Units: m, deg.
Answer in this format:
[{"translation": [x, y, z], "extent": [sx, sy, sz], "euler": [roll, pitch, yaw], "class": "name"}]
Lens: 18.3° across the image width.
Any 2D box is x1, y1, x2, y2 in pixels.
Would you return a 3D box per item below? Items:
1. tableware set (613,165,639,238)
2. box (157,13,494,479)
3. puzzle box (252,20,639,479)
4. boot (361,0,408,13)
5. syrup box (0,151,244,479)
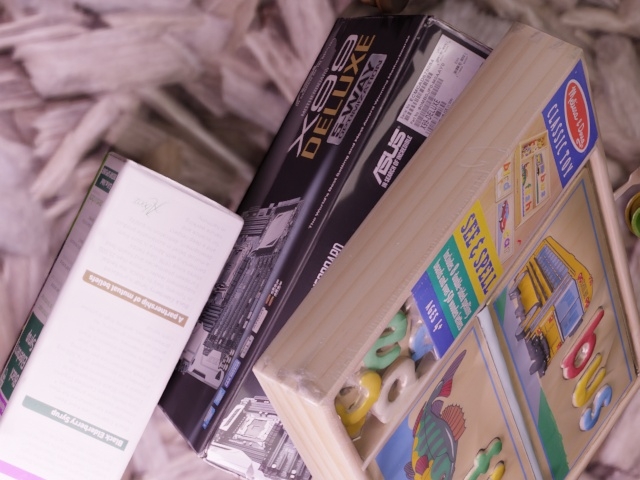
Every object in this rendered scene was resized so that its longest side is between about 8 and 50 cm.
[{"translation": [0.294, -0.012, 1.476], "extent": [0.154, 0.024, 0.104], "euler": [36, 120, -13], "class": "tableware set"}, {"translation": [0.000, 0.000, 1.324], "extent": [0.076, 0.242, 0.307], "euler": [28, 90, -15], "class": "box"}, {"translation": [0.106, 0.083, 1.289], "extent": [0.052, 0.409, 0.272], "euler": [27, 70, 28], "class": "puzzle box"}, {"translation": [0.000, -0.304, 1.382], "extent": [0.115, 0.112, 0.305], "euler": [-8, 104, 18], "class": "boot"}, {"translation": [-0.151, 0.066, 1.370], "extent": [0.096, 0.093, 0.237], "euler": [27, 90, -15], "class": "syrup box"}]
